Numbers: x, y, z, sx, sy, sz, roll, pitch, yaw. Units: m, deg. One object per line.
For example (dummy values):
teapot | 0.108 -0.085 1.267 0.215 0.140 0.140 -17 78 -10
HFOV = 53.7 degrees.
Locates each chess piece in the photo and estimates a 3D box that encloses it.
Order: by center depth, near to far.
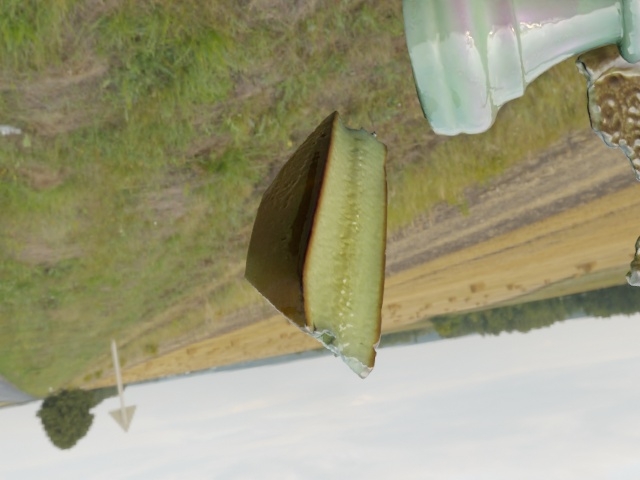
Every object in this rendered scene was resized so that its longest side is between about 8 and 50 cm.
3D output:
chess piece | 0.205 -0.163 0.459 0.272 0.139 0.139 -7 172 19

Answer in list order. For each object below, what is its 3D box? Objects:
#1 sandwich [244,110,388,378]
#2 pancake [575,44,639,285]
sandwich | 0.000 0.000 0.550 0.096 0.258 0.094 -30 124 34
pancake | 0.260 -0.068 0.508 0.190 0.184 0.020 39 165 -14
